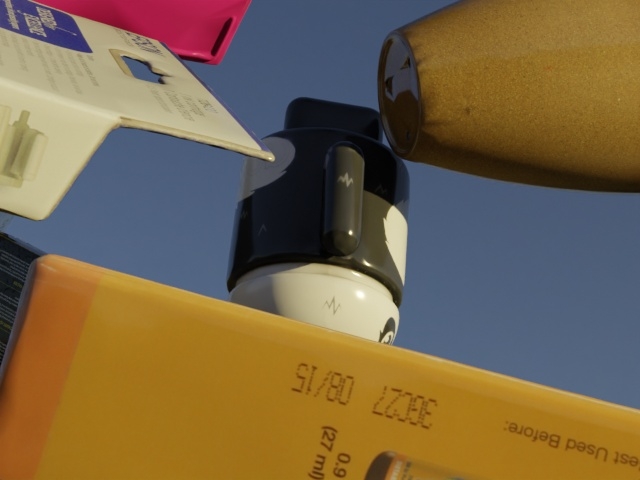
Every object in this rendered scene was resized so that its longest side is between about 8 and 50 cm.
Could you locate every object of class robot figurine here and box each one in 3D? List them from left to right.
[{"bbox_3d":[0.002,0.001,1.286,0.174,0.278,0.209,-10,-30,28],"label":"robot figurine"}]

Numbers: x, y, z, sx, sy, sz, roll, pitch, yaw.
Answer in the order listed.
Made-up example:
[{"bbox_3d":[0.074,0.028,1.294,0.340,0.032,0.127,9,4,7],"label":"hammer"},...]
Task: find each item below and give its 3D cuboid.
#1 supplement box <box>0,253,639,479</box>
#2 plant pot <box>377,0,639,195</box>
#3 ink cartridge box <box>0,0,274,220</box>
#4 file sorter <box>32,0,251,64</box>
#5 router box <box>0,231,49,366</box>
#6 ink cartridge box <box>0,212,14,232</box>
[{"bbox_3d":[0.018,0.071,0.397,0.233,0.078,0.080,14,-9,20],"label":"supplement box"},{"bbox_3d":[0.190,-0.148,1.239,0.254,0.237,0.237,-6,-22,-15],"label":"plant pot"},{"bbox_3d":[-0.206,-0.095,0.658,0.307,0.072,0.303,19,11,-20],"label":"ink cartridge box"},{"bbox_3d":[-0.123,-0.295,0.871,0.202,0.182,0.290,6,-44,-29],"label":"file sorter"},{"bbox_3d":[-0.271,0.079,1.236,0.179,0.133,0.046,23,0,36],"label":"router box"},{"bbox_3d":[-0.386,-0.022,1.418,0.071,0.324,0.330,33,9,-5],"label":"ink cartridge box"}]
